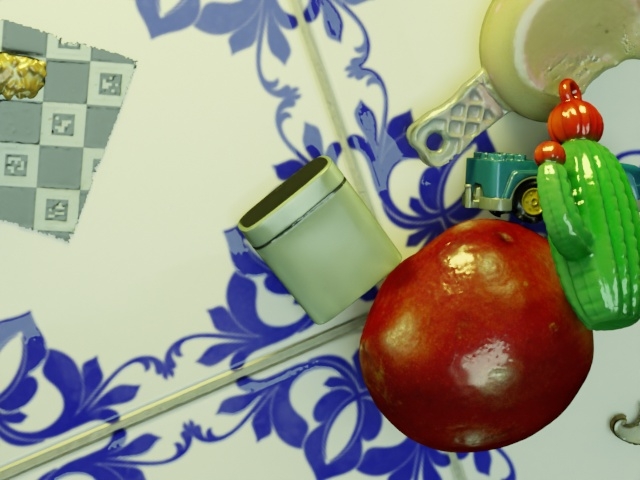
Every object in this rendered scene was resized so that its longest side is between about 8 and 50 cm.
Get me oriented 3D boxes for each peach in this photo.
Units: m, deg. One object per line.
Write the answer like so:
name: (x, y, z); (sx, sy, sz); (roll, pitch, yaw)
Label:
peach: (0.153, 0.096, 1.841); (0.243, 0.199, 0.243); (-10, 111, -29)

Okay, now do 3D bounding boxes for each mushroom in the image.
mushroom: (0.362, 0.198, 2.023); (0.101, 0.019, 0.049); (-6, 105, -16)

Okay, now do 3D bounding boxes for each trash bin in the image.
trash bin: (0.000, 0.000, 1.858); (0.116, 0.059, 0.130); (-38, 110, -2)

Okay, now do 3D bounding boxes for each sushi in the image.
sushi: (-0.330, -0.124, 1.748); (0.279, 0.043, 0.193); (19, 97, -18)

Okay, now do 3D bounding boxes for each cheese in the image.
cheese: (0.208, -0.175, 1.868); (0.286, 0.082, 0.163); (-41, 108, 0)

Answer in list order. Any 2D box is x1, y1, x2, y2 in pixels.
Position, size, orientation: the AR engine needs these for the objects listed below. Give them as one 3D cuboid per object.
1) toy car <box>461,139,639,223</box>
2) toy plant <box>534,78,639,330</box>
toy car: (0.237, -0.069, 1.887); (0.191, 0.097, 0.100); (1, 95, -16)
toy plant: (0.255, -0.031, 1.780); (0.088, 0.154, 0.240); (-17, 97, 33)
